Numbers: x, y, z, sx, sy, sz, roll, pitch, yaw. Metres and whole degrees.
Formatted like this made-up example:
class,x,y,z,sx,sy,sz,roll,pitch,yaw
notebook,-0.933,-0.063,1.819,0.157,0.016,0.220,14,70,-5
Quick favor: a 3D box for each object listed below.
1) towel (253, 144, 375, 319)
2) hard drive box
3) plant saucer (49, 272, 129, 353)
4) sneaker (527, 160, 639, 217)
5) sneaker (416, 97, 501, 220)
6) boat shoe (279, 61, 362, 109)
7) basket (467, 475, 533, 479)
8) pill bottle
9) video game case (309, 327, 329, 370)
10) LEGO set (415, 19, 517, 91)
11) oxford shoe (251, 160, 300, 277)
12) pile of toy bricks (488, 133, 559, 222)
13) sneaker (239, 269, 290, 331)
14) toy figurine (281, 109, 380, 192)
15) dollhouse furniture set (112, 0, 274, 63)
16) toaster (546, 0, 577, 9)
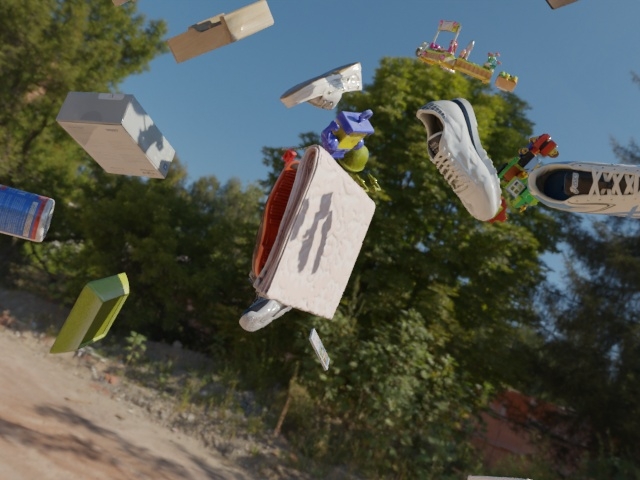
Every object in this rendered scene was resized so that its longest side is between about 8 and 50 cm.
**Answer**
class,x,y,z,sx,sy,sz,roll,pitch,yaw
towel,0.000,0.000,1.220,0.053,0.317,0.332,18,-8,28
hard drive box,-0.498,-0.256,1.395,0.181,0.089,0.232,7,-23,15
plant saucer,-0.527,0.176,1.324,0.045,0.188,0.188,31,7,4
sneaker,0.423,-0.078,0.840,0.086,0.085,0.237,-1,5,-40
sneaker,0.245,-0.141,1.016,0.095,0.235,0.090,-16,-9,-33
boat shoe,0.016,-0.400,1.525,0.098,0.277,0.096,12,-54,53
basket,0.433,0.603,1.290,0.113,0.103,0.167,26,-30,-33
pill bottle,-0.831,-0.082,1.478,0.221,0.124,0.124,17,-8,-20
video game case,-0.004,0.361,1.871,0.122,0.011,0.087,64,10,-9
LEGO set,0.360,-0.465,1.391,0.287,0.107,0.132,32,17,35
oxford shoe,-0.097,-0.043,1.212,0.097,0.271,0.098,17,3,-30
pile of toy bricks,0.417,-0.113,1.147,0.105,0.212,0.118,42,9,-2
sneaker,-0.171,0.155,1.621,0.153,0.101,0.268,47,33,13
toy figurine,0.094,-0.256,1.523,0.362,0.217,0.191,-10,59,-51
dollhouse furniture set,-0.335,-0.702,1.465,0.256,0.362,0.394,-1,-60,41
toaster,0.580,-0.688,1.353,0.185,0.168,0.110,29,-15,-37
